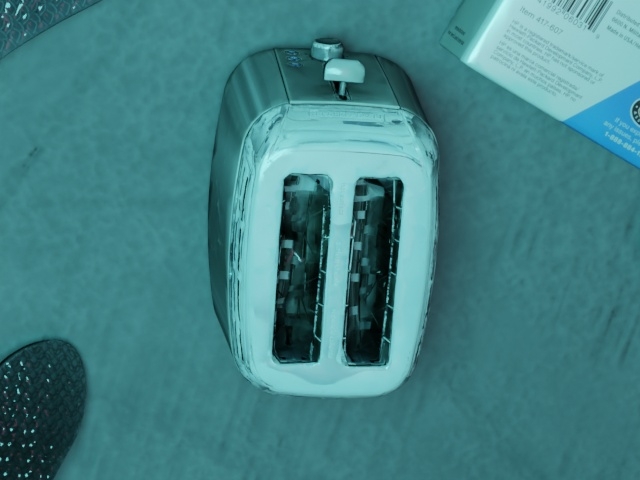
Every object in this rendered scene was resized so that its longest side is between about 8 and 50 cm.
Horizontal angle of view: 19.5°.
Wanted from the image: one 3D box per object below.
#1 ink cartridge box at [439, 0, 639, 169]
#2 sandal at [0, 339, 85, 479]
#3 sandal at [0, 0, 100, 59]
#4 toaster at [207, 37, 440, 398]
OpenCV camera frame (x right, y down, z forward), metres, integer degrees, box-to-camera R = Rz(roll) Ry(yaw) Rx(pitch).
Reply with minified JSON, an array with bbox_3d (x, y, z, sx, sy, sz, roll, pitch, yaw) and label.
[{"bbox_3d":[0.189,-0.162,1.107,0.148,0.086,0.203,30,99,-13],"label":"ink cartridge box"},{"bbox_3d":[-0.196,0.146,1.161,0.067,0.040,0.179,16,88,-24],"label":"sandal"},{"bbox_3d":[-0.213,-0.140,1.090,0.255,0.054,0.097,-23,114,-10],"label":"sandal"},{"bbox_3d":[0.000,0.000,1.096,0.129,0.146,0.227,4,104,-7],"label":"toaster"}]
